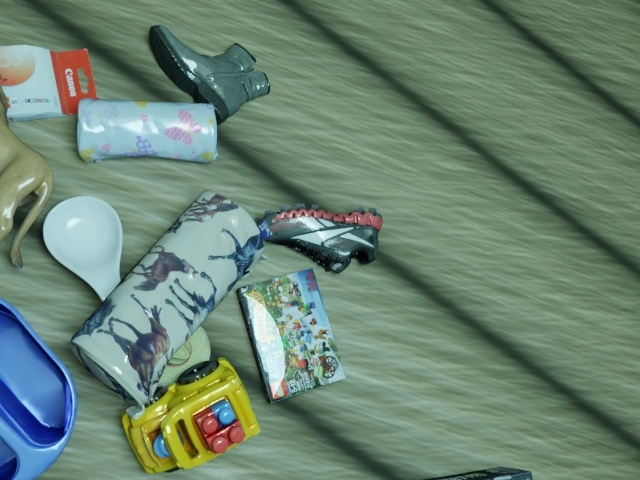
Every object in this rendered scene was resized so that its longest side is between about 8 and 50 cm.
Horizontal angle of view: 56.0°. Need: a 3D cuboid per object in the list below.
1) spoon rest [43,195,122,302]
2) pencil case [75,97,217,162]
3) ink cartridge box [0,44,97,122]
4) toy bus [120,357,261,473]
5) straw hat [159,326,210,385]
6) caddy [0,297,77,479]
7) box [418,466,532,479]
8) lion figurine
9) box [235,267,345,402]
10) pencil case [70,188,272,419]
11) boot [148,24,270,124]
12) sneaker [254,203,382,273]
[{"bbox_3d":[-0.411,0.043,1.117,0.137,0.084,0.276,-26,86,-20],"label":"spoon rest"},{"bbox_3d":[-0.338,-0.213,1.182,0.273,0.113,0.124,-2,104,-16],"label":"pencil case"},{"bbox_3d":[-0.543,-0.314,1.186,0.180,0.045,0.145,-12,81,-16],"label":"ink cartridge box"},{"bbox_3d":[-0.214,0.320,1.031,0.220,0.211,0.149,-25,99,-18],"label":"toy bus"},{"bbox_3d":[-0.277,0.203,1.130,0.145,0.061,0.144,4,75,-15],"label":"straw hat"},{"bbox_3d":[-0.554,0.240,0.978,0.241,0.179,0.341,-41,91,-20],"label":"caddy"},{"bbox_3d":[0.286,0.647,1.121,0.319,0.097,0.394,6,75,-33],"label":"box"},{"bbox_3d":[-0.592,-0.163,1.076,0.240,0.142,0.392,-43,97,-10],"label":"lion figurine"},{"bbox_3d":[-0.060,0.187,1.205,0.159,0.044,0.232,-15,81,-19],"label":"box"},{"bbox_3d":[-0.254,0.099,1.064,0.183,0.160,0.410,45,55,-14],"label":"pencil case"},{"bbox_3d":[-0.233,-0.376,1.280,0.161,0.083,0.246,-44,98,-26],"label":"boot"},{"bbox_3d":[0.000,0.000,1.238,0.276,0.097,0.135,2,74,-17],"label":"sneaker"}]
